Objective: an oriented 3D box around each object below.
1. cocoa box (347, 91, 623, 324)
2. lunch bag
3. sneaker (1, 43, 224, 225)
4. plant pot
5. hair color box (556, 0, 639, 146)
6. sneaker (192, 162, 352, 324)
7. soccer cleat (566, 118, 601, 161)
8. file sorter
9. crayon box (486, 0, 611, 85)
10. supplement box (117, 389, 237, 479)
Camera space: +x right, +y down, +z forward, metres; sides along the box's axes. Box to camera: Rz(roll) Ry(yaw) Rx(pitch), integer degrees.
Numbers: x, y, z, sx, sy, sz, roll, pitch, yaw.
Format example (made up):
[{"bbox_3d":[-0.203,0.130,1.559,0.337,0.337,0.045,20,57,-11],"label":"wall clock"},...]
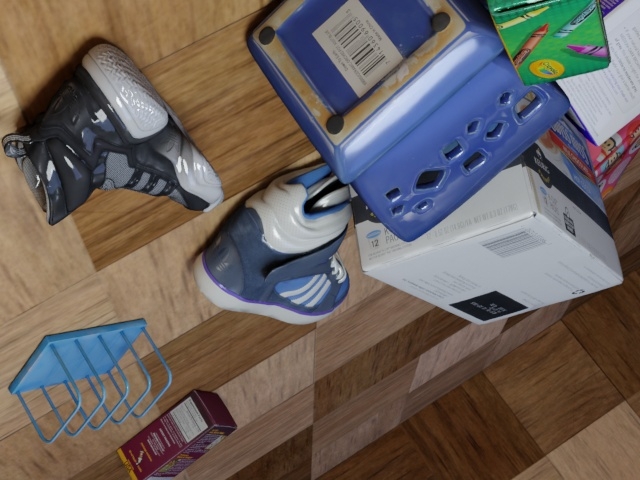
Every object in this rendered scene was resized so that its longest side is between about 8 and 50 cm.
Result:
[{"bbox_3d":[0.213,-0.054,1.302,0.231,0.228,0.347,-20,155,27],"label":"cocoa box"},{"bbox_3d":[0.461,-0.135,1.777,0.293,0.120,0.258,-40,162,-19],"label":"lunch bag"},{"bbox_3d":[-0.201,-0.073,0.975,0.153,0.101,0.268,-35,153,0],"label":"sneaker"},{"bbox_3d":[0.078,-0.172,1.015,0.236,0.236,0.212,-40,153,14],"label":"plant pot"},{"bbox_3d":[0.454,-0.311,1.369,0.339,0.110,0.185,-38,131,10],"label":"hair color box"},{"bbox_3d":[0.000,0.000,1.382,0.236,0.130,0.322,-42,153,26],"label":"sneaker"},{"bbox_3d":[0.297,-0.142,1.517,0.248,0.083,0.095,-2,170,-7],"label":"soccer cleat"},{"bbox_3d":[-0.306,0.193,1.361,0.170,0.104,0.118,-7,146,-52],"label":"file sorter"},{"bbox_3d":[0.170,-0.289,0.833,0.081,0.278,0.165,-12,166,18],"label":"crayon box"},{"bbox_3d":[-0.259,0.361,1.821,0.188,0.081,0.104,-38,159,7],"label":"supplement box"}]
